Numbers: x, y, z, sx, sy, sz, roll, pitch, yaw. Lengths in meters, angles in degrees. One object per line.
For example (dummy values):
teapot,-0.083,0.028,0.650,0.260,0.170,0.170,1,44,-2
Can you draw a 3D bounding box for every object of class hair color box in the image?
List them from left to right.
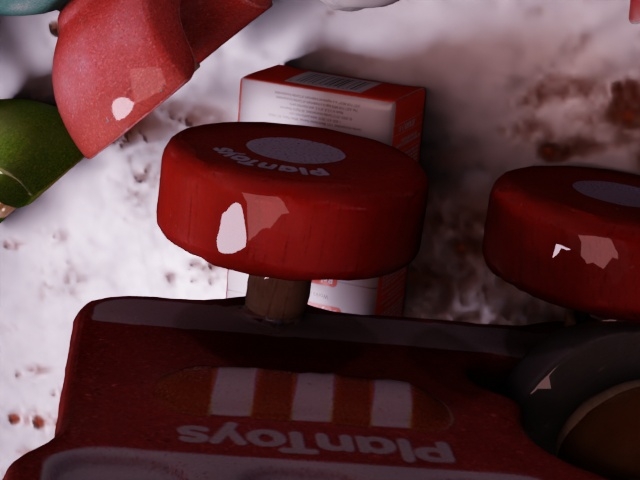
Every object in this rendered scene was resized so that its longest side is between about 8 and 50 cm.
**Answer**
hair color box,0.000,0.000,0.644,0.072,0.043,0.141,12,108,19

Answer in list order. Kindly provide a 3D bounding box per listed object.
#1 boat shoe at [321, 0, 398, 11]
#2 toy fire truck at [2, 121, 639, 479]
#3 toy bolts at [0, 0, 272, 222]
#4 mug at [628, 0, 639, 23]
boat shoe,-0.050,-0.212,0.578,0.103,0.113,0.302,-30,81,29
toy fire truck,0.052,0.077,0.503,0.302,0.254,0.169,7,107,-7
toy bolts,-0.162,-0.079,0.590,0.228,0.218,0.158,-34,101,30
mug,0.157,-0.172,0.495,0.150,0.113,0.169,-12,95,35
